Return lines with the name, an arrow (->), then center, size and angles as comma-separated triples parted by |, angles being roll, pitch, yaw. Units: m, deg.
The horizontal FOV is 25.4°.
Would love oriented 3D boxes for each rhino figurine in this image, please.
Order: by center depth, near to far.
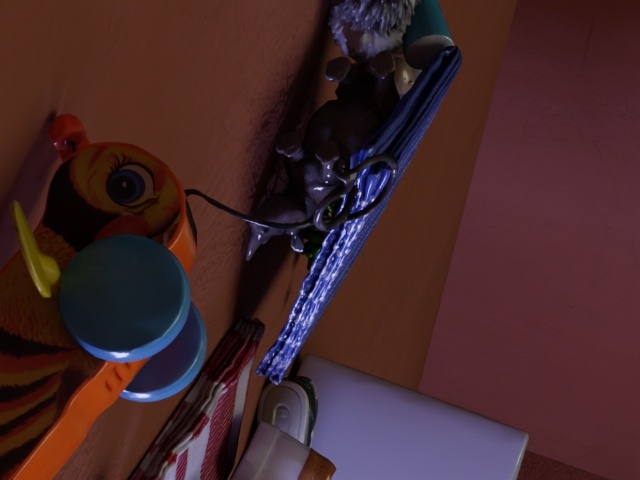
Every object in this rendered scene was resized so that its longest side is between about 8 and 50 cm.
rhino figurine -> -0.001, -0.078, 1.416 | 0.243, 0.073, 0.106 | -56, 161, -7

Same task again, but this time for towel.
towel -> -0.135, 0.250, 1.419 | 0.329, 0.037, 0.237 | -58, 164, -54
towel -> 0.037, -0.027, 1.458 | 0.243, 0.040, 0.336 | -55, 174, -47

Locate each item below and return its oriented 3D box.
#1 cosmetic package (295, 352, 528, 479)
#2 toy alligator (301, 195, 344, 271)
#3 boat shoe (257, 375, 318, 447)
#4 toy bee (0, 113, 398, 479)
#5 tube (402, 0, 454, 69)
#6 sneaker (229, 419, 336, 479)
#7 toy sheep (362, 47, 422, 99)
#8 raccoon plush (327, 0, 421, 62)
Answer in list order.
cosmetic package -> 0.081, 0.404, 2.006 | 0.394, 0.329, 0.327 | 81, 30, -70
toy alligator -> 0.000, 0.000, 1.667 | 0.051, 0.056, 0.190 | 10, 103, -37
boat shoe -> -0.053, 0.283, 1.779 | 0.079, 0.084, 0.233 | -22, 127, -76
toy bee -> -0.126, 0.016, 0.821 | 0.298, 0.162, 0.195 | -33, 157, -33
tube -> 0.092, -0.273, 1.500 | 0.080, 0.052, 0.207 | 101, -20, -54
sneaker -> -0.059, 0.317, 1.618 | 0.290, 0.123, 0.106 | 116, -2, -54
toy sheep -> 0.089, -0.191, 1.701 | 0.132, 0.091, 0.091 | 68, 41, -83
raccoon plush -> 0.085, -0.296, 1.211 | 0.299, 0.216, 0.446 | -39, 150, -53
